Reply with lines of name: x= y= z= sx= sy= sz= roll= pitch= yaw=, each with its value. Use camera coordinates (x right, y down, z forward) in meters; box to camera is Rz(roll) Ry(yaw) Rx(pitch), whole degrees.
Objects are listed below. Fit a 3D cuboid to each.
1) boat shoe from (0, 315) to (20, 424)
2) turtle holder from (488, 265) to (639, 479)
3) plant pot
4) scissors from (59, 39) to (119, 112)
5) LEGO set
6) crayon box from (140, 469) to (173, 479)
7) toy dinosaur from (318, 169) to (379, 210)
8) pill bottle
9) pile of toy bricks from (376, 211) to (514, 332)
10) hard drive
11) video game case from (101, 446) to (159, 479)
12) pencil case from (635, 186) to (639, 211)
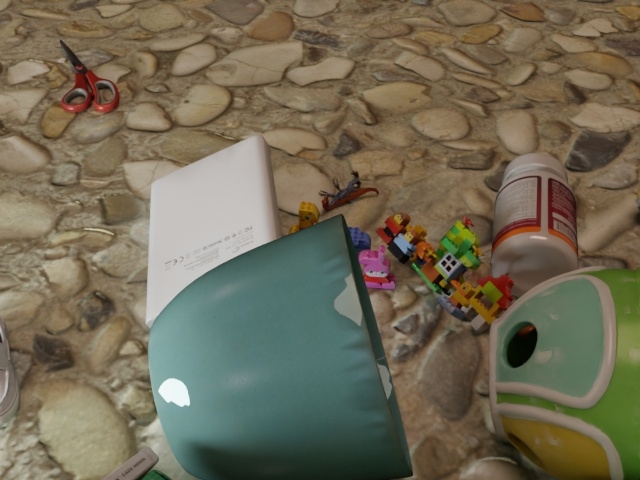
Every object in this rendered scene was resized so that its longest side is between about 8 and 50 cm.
boat shoe: x=-0.420 y=0.151 z=1.031 sx=0.066 sy=0.063 sz=0.184 roll=-9 pitch=42 yaw=-11
turtle holder: x=0.312 y=0.187 z=0.916 sx=0.227 sy=0.243 sz=0.320 roll=-3 pitch=79 yaw=18
plant pot: x=-0.048 y=0.143 z=0.899 sx=0.235 sy=0.293 sz=0.293 roll=-16 pitch=42 yaw=4
scissors: x=-0.464 y=-0.334 z=1.619 sx=0.109 sy=0.021 sz=0.297 roll=-11 pitch=42 yaw=-10
LEGO set: x=0.000 y=0.000 z=1.190 sx=0.227 sy=0.093 sz=0.087 roll=4 pitch=41 yaw=4
crayon box: x=-0.214 y=0.359 z=0.722 sx=0.081 sy=0.165 sz=0.278 roll=29 pitch=49 yaw=28
toy dinosaur: x=0.040 y=-0.075 z=1.320 sx=0.090 sy=0.047 sz=0.082 roll=26 pitch=65 yaw=11
pill bottle: x=0.318 y=-0.027 z=1.208 sx=0.121 sy=0.121 sz=0.221 roll=9 pitch=42 yaw=8
pile of toy bricks: x=0.181 y=0.017 z=1.136 sx=0.105 sy=0.118 sz=0.212 roll=-49 pitch=49 yaw=12
hard drive: x=-0.159 y=-0.019 z=1.194 sx=0.203 sy=0.040 sz=0.307 roll=-23 pitch=41 yaw=10
video game case: x=-0.252 y=0.287 z=0.755 sx=0.022 sy=0.190 sz=0.173 roll=46 pitch=24 yaw=7
pencil case: x=0.588 y=-0.013 z=1.205 sx=0.124 sy=0.113 sz=0.273 roll=-21 pitch=44 yaw=-3
